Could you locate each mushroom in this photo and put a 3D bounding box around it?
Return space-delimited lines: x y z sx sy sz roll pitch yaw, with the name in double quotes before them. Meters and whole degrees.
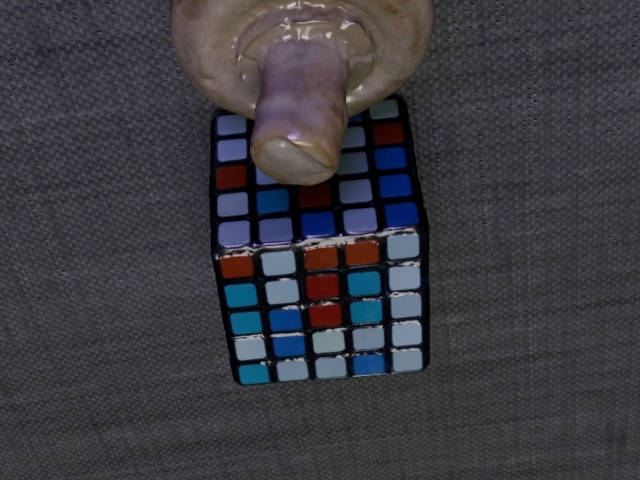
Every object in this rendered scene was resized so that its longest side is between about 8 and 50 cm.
"mushroom" -0.023 -0.161 0.954 0.206 0.209 0.206 14 129 18

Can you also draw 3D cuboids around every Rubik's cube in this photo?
"Rubik's cube" 0.000 0.000 1.113 0.182 0.184 0.187 -4 133 1
